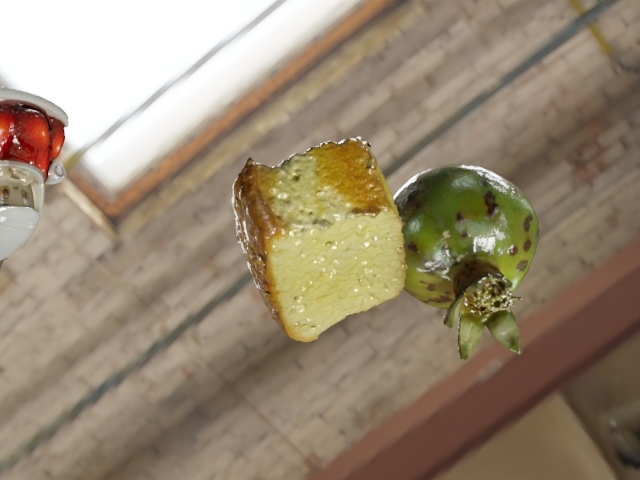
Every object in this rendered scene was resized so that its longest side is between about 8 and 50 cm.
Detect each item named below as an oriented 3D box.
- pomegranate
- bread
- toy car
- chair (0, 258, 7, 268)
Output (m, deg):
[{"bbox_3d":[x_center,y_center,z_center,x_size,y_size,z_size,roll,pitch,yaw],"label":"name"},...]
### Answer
[{"bbox_3d":[0.133,0.023,1.639,0.156,0.156,0.220,-20,-130,28],"label":"pomegranate"},{"bbox_3d":[0.000,0.000,1.111,0.103,0.187,0.065,-22,-119,-8],"label":"bread"},{"bbox_3d":[-0.243,-0.036,1.187,0.139,0.112,0.112,-25,-112,33],"label":"toy car"},{"bbox_3d":[-0.336,0.034,1.650,0.042,0.086,0.037,42,-69,38],"label":"chair"}]
